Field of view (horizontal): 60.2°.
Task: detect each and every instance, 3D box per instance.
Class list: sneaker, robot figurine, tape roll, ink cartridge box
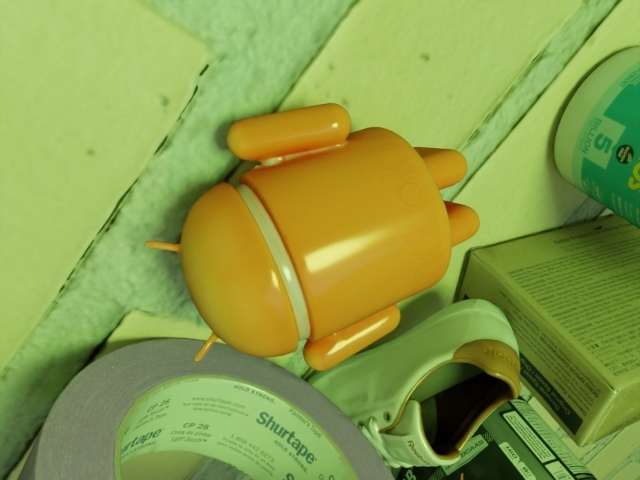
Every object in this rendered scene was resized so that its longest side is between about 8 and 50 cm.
[{"bbox_3d":[0.053,0.168,0.515,0.290,0.123,0.106,-41,103,20],"label":"sneaker"},{"bbox_3d":[-0.001,-0.002,0.385,0.219,0.128,0.158,-23,147,-15],"label":"robot figurine"},{"bbox_3d":[-0.068,0.194,0.389,0.274,0.275,0.090,15,114,-37],"label":"tape roll"},{"bbox_3d":[0.292,0.074,0.565,0.234,0.193,0.088,-12,130,-22],"label":"ink cartridge box"}]

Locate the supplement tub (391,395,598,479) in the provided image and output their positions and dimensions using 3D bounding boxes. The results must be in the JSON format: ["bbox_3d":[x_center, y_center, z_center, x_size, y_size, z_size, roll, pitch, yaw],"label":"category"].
[{"bbox_3d":[0.206,0.297,0.601,0.193,0.316,0.194,-15,129,-20],"label":"supplement tub"}]

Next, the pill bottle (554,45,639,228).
[{"bbox_3d":[0.335,-0.051,0.447,0.146,0.264,0.146,-16,130,-20],"label":"pill bottle"}]
